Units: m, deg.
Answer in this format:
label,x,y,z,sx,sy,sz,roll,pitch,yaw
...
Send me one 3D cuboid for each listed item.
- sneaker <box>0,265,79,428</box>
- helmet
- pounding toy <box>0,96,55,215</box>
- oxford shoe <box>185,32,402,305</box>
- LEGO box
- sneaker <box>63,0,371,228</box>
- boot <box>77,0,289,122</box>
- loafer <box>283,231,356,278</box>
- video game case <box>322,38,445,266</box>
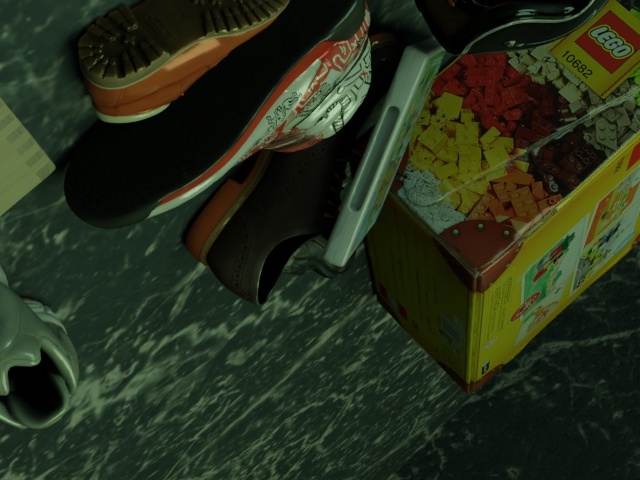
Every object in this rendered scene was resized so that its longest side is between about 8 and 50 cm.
label,x,y,z,sx,sy,sz,roll,pitch,yaw
sneaker,-0.229,0.103,0.976,0.099,0.121,0.262,-41,161,-8
helmet,0.160,-0.230,1.017,0.161,0.169,0.169,-23,158,-7
pounding toy,-0.234,-0.039,0.677,0.141,0.130,0.100,-42,149,-9
oxford shoe,-0.003,-0.061,1.137,0.271,0.098,0.097,-52,160,20
LEGO box,0.248,-0.061,1.519,0.372,0.193,0.500,-41,161,-10
sneaker,-0.063,-0.085,0.973,0.270,0.090,0.145,-44,159,-10
boot,-0.091,-0.134,0.871,0.158,0.059,0.084,-29,160,-19
loafer,0.000,0.000,1.341,0.061,0.062,0.170,-55,161,15
video game case,0.061,-0.086,1.157,0.212,0.023,0.193,-49,162,-76
